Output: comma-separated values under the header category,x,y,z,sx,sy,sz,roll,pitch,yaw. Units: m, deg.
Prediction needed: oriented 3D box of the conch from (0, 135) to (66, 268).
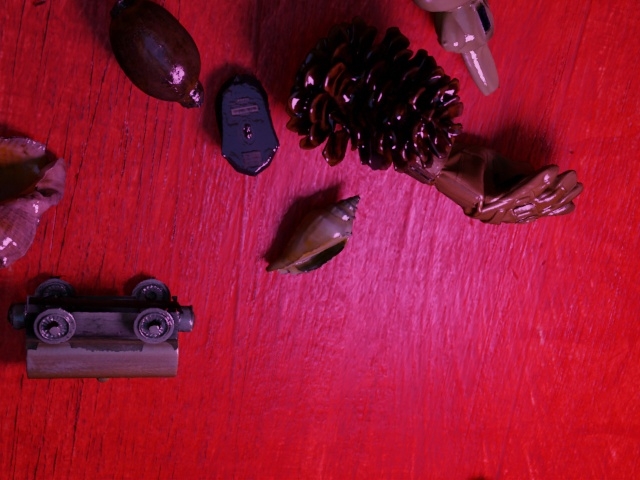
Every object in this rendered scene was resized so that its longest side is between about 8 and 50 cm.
category,x,y,z,sx,sy,sz,roll,pitch,yaw
conch,-0.499,-0.066,1.624,0.245,0.163,0.178,-46,133,-28

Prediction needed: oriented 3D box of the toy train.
category,x,y,z,sx,sy,sz,roll,pitch,yaw
toy train,-0.365,0.164,1.739,0.307,0.126,0.189,1,108,-14

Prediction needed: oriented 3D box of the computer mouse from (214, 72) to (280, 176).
category,x,y,z,sx,sy,sz,roll,pitch,yaw
computer mouse,-0.124,-0.191,1.722,0.099,0.057,0.172,-9,98,-8

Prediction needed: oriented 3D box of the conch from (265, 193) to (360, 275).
category,x,y,z,sx,sy,sz,roll,pitch,yaw
conch,-0.001,-0.004,1.800,0.095,0.079,0.201,27,117,-33

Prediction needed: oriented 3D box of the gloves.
category,x,y,z,sx,sy,sz,roll,pitch,yaw
gloves,0.294,-0.099,1.799,0.331,0.154,0.141,22,86,-13

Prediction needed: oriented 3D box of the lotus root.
category,x,y,z,sx,sy,sz,roll,pitch,yaw
lotus root,-0.253,-0.289,1.628,0.120,0.120,0.209,-37,111,0

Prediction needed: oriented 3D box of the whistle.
category,x,y,z,sx,sy,sz,roll,pitch,yaw
whistle,0.218,-0.376,1.721,0.141,0.141,0.294,-21,129,-6

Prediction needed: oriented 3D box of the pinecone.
category,x,y,z,sx,sy,sz,roll,pitch,yaw
pinecone,0.091,-0.214,1.645,0.246,0.292,0.246,-36,138,-39
